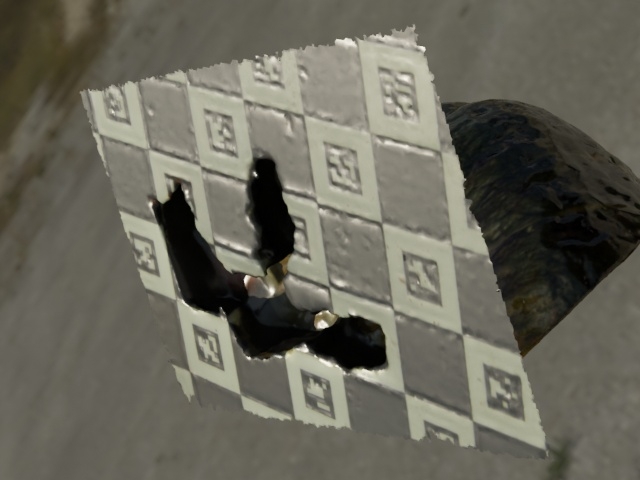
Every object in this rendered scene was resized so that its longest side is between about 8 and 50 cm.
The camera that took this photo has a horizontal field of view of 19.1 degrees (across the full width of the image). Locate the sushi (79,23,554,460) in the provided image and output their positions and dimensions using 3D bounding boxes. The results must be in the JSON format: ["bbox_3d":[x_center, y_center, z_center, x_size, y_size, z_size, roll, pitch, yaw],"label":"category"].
[{"bbox_3d":[0.000,0.000,0.897,0.043,0.192,0.279,-26,14,-35],"label":"sushi"}]

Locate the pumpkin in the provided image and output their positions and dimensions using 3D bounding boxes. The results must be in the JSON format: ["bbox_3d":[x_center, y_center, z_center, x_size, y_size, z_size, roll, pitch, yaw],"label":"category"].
[{"bbox_3d":[0.127,-0.039,1.197,0.111,0.163,0.278,-44,-2,23],"label":"pumpkin"}]
